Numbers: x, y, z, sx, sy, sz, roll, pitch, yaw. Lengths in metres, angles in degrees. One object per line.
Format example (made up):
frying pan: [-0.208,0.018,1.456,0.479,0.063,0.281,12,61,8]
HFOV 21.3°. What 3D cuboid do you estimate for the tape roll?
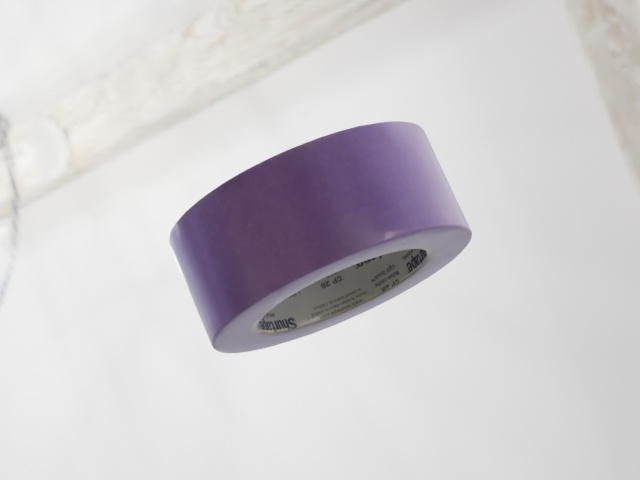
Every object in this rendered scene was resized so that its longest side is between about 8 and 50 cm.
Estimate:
tape roll: [0.000,0.000,1.133,0.189,0.189,0.080,-37,-108,43]
